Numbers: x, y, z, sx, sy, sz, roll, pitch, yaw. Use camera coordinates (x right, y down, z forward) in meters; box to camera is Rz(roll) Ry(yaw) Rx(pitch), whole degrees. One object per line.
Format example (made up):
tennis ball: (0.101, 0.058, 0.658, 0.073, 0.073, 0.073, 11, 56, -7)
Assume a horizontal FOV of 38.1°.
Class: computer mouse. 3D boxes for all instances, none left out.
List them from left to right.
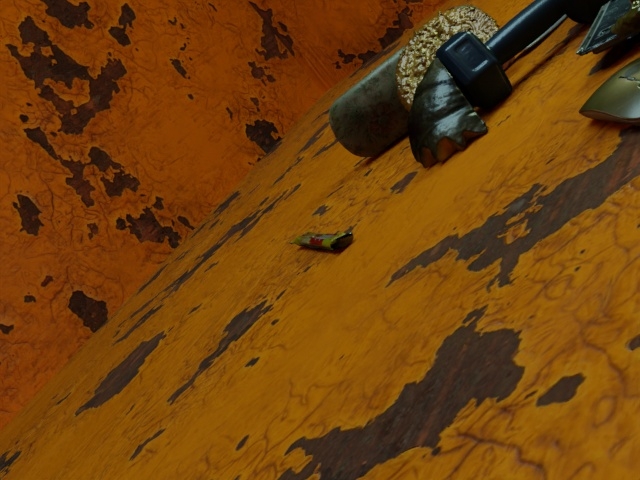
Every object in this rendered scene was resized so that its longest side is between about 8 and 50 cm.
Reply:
computer mouse: (0.380, -0.182, 1.133, 0.102, 0.045, 0.199, -42, 11, 5)

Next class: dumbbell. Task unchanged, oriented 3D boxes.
dumbbell: (0.371, -0.385, 1.682, 0.325, 0.144, 0.160, -40, 13, 5)

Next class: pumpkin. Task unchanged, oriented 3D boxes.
pumpkin: (0.196, -0.232, 1.670, 0.130, 0.149, 0.254, -31, 13, 5)

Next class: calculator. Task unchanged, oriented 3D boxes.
calculator: (0.488, -0.359, 1.423, 0.166, 0.028, 0.274, -23, 18, 35)

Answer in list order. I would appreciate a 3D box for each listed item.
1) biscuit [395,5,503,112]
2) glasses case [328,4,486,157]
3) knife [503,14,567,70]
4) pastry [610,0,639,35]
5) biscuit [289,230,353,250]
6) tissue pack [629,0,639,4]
biscuit: (0.253, -0.356, 1.858, 0.254, 0.035, 0.254, -16, 63, 35)
glasses case: (0.203, -0.340, 2.012, 0.425, 0.156, 0.098, -35, 4, 24)
knife: (0.406, -0.396, 1.876, 0.336, 0.043, 0.081, -40, 17, -6)
pastry: (0.501, -0.323, 1.110, 0.235, 0.132, 0.240, -50, 6, -10)
biscuit: (0.000, 0.000, 1.719, 0.048, 0.026, 0.292, -23, 7, -15)
tissue pack: (0.526, -0.489, 1.296, 0.305, 0.238, 0.238, -35, 12, 24)
